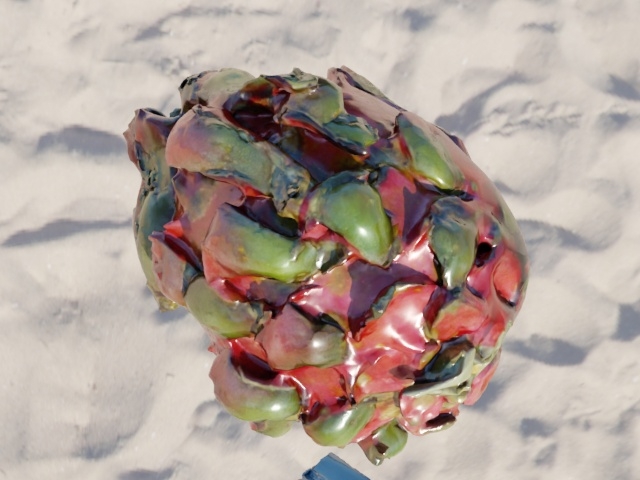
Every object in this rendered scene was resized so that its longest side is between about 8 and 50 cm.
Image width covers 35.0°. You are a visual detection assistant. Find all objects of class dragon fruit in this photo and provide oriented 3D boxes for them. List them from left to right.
[{"bbox_3d":[-0.005,0.001,0.688,0.302,0.231,0.237,46,25,13],"label":"dragon fruit"}]

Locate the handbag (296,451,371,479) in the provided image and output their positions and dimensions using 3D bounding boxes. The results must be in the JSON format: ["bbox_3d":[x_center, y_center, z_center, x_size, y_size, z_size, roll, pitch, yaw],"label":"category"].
[{"bbox_3d":[0.012,0.384,1.398,0.144,0.057,0.221,42,29,14],"label":"handbag"}]
